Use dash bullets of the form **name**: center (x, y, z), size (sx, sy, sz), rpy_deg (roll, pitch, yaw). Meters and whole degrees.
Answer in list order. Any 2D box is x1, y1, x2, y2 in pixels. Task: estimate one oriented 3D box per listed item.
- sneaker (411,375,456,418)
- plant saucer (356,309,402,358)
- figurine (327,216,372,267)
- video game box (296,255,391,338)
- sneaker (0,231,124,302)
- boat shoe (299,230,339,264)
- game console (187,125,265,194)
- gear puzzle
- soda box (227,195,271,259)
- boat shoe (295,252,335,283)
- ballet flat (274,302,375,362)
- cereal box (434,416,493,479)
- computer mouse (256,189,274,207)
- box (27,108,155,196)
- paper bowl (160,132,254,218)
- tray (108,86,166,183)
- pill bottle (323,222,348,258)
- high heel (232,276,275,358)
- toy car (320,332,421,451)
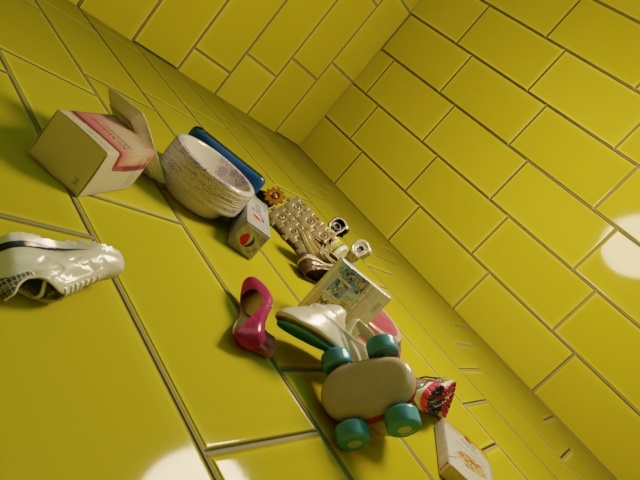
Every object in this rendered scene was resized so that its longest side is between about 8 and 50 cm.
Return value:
- **sneaker**: center (0.329, 0.457, 1.566), size (0.112, 0.120, 0.299), rpy_deg (14, -12, 32)
- **plant saucer**: center (0.150, 0.265, 1.719), size (0.332, 0.084, 0.332), rpy_deg (38, 13, -11)
- **figurine**: center (0.096, 0.028, 2.201), size (0.215, 0.092, 0.209), rpy_deg (44, -27, 6)
- **video game box**: center (0.064, 0.179, 1.486), size (0.187, 0.205, 0.048), rpy_deg (39, 9, -14)
- **sneaker**: center (-0.409, 0.054, 0.830), size (0.235, 0.090, 0.094), rpy_deg (8, 48, -61)
- **boat shoe**: center (0.022, 0.055, 1.878), size (0.285, 0.089, 0.104), rpy_deg (51, 9, -37)
- **game console**: center (-0.345, -0.260, 1.813), size (0.293, 0.250, 0.173), rpy_deg (38, 39, -15)
- **gear puzzle**: center (-0.106, -0.076, 2.004), size (0.339, 0.175, 0.044), rpy_deg (47, -28, 17)
- **soda box**: center (-0.225, -0.054, 1.635), size (0.091, 0.098, 0.286), rpy_deg (38, 14, -21)
- **boat shoe**: center (0.030, 0.131, 1.806), size (0.257, 0.095, 0.095), rpy_deg (19, 25, -31)
- **ballet flat**: center (0.043, 0.235, 1.293), size (0.400, 0.139, 0.139), rpy_deg (42, 10, -35)
- **cereal box**: center (0.389, 0.601, 1.400), size (0.173, 0.047, 0.240), rpy_deg (42, 13, 0)
- **computer mouse**: center (-0.256, -0.219, 2.207), size (0.071, 0.041, 0.242), rpy_deg (26, 20, -47)
- **box**: center (-0.520, -0.205, 1.212), size (0.148, 0.127, 0.232), rpy_deg (42, 13, -2)
- **paper bowl**: center (-0.350, -0.176, 1.563), size (0.284, 0.148, 0.284), rpy_deg (38, 14, -11)
- **tray**: center (-0.494, -0.268, 1.392), size (0.145, 0.030, 0.270), rpy_deg (39, -27, 20)
- **pill bottle**: center (0.000, 0.000, 2.064), size (0.208, 0.117, 0.117), rpy_deg (45, 14, 18)
- **high heel**: center (-0.169, 0.151, 1.180), size (0.117, 0.082, 0.244), rpy_deg (44, 22, -40)
- **toy car**: center (0.125, 0.378, 1.181), size (0.219, 0.210, 0.238), rpy_deg (-103, 174, -47)
